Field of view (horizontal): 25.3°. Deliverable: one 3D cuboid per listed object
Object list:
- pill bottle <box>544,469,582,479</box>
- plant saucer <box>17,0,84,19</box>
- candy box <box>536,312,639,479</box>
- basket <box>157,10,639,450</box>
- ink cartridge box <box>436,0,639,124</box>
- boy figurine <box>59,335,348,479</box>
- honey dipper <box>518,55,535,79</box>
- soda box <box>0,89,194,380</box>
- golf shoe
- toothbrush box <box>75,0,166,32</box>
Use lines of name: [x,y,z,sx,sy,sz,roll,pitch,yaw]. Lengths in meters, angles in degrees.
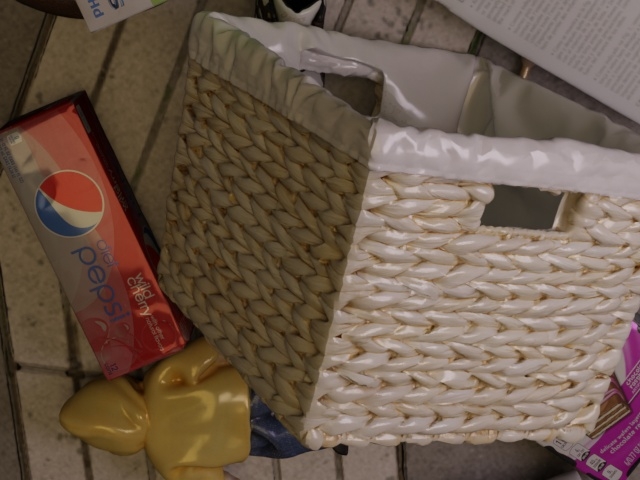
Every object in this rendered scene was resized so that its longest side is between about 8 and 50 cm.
pill bottle: [0.153,0.344,1.435,0.283,0.160,0.160,-23,104,5]
plant saucer: [-0.216,-0.355,1.301,0.311,0.050,0.310,0,106,-1]
candy box: [0.244,0.122,1.424,0.233,0.071,0.159,33,102,-9]
basket: [0.066,-0.015,1.211,0.328,0.331,0.266,4,112,-32]
ink cartridge box: [0.246,-0.312,1.280,0.385,0.091,0.308,29,113,-7]
boy figurine: [-0.113,0.178,1.421,0.285,0.092,0.177,-5,105,1]
honey dipper: [0.181,-0.108,1.385,0.030,0.030,0.160,18,100,-6]
soda box: [-0.217,-0.005,1.374,0.092,0.083,0.263,-23,104,5]
golf shoe: [-0.032,-0.193,1.324,0.077,0.094,0.198,-2,106,-2]
toothbrush box: [-0.063,-0.291,1.165,0.283,0.206,0.122,-22,104,17]
